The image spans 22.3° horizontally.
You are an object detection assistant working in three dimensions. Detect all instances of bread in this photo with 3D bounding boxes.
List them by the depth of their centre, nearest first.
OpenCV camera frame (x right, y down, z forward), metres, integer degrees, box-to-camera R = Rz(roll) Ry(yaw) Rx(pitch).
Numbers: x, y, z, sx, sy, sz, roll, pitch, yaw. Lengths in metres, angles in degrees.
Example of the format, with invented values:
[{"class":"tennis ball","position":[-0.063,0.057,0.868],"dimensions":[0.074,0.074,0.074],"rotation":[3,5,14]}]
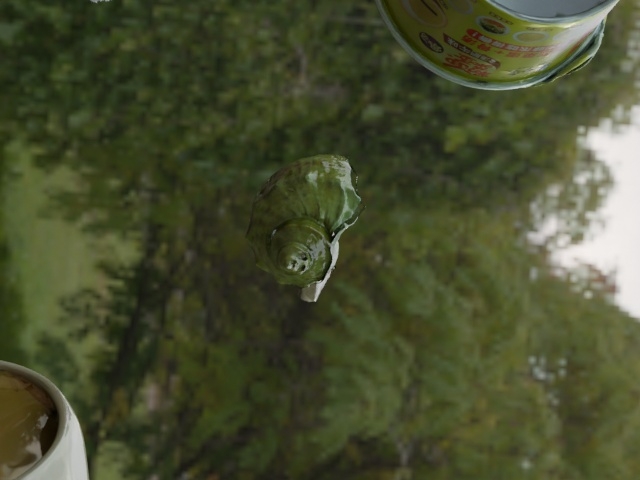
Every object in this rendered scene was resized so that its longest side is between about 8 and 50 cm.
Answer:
[{"class":"bread","position":[0.000,0.000,1.916],"dimensions":[0.068,0.028,0.154],"rotation":[-64,166,-47]}]

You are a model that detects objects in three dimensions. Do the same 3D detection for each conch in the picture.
[{"class":"conch","position":[-0.005,-0.019,1.111],"dimensions":[0.074,0.089,0.121],"rotation":[55,31,-24]}]

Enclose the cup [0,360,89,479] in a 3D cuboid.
[{"class":"cup","position":[-0.185,0.203,1.009],"dimensions":[0.173,0.255,0.202],"rotation":[-60,151,-57]}]

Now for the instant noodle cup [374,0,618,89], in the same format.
[{"class":"instant noodle cup","position":[0.220,-0.327,1.794],"dimensions":[0.221,0.311,0.311],"rotation":[164,-70,-80]}]

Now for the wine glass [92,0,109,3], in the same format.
[{"class":"wine glass","position":[-0.278,-0.304,1.564],"dimensions":[0.262,0.074,0.074],"rotation":[32,-52,38]}]
